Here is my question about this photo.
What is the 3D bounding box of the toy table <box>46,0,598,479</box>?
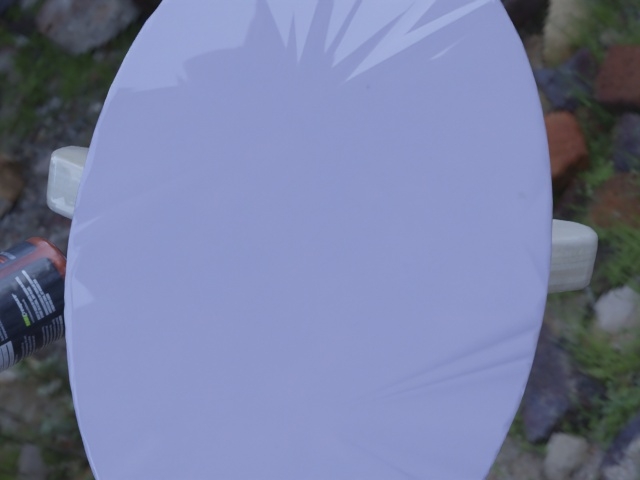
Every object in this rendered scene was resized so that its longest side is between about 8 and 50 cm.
[{"bbox_3d":[0.000,0.000,0.586,0.161,0.252,0.274,-80,10,-76],"label":"toy table"}]

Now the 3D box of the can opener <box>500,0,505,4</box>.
[{"bbox_3d":[0.108,-0.285,0.889,0.074,0.280,0.093,1,31,31],"label":"can opener"}]

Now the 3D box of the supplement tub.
[{"bbox_3d":[-0.333,0.081,1.376,0.198,0.106,0.106,-30,23,-30],"label":"supplement tub"}]
